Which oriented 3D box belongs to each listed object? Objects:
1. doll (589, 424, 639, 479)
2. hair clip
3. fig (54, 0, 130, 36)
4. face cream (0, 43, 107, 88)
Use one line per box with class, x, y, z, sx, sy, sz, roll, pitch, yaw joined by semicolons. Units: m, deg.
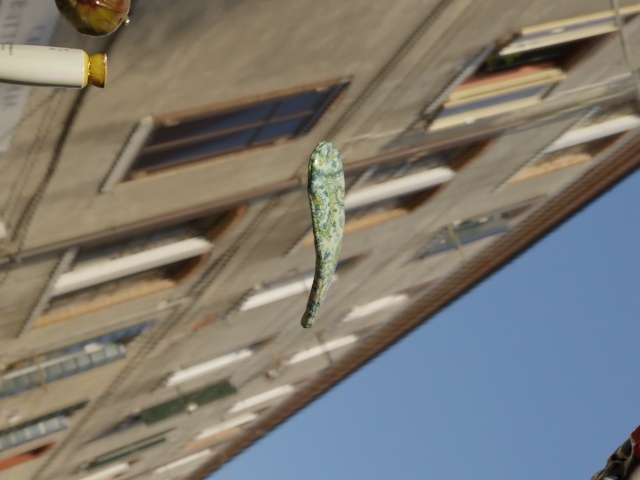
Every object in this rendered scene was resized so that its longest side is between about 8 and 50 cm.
doll;0.074;0.113;0.380;0.057;0.169;0.109;36;-6;22
hair clip;0.002;0.000;1.287;0.036;0.066;0.229;16;-63;21
fig;-0.222;-0.247;1.137;0.084;0.082;0.098;45;6;-6
face cream;-0.371;-0.228;1.501;0.072;0.182;0.051;-116;-148;-58
